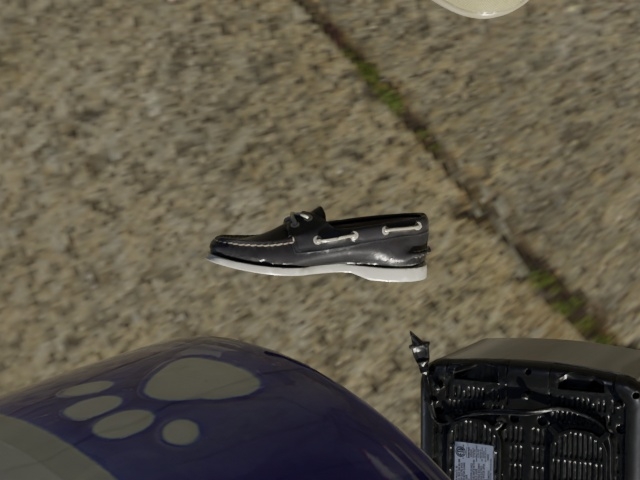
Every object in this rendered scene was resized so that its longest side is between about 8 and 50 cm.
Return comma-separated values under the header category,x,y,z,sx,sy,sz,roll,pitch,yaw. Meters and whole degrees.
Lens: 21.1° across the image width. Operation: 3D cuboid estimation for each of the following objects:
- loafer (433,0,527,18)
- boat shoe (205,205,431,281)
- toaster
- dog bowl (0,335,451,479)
category,x,y,z,sx,sy,sz,roll,pitch,yaw
loafer,0.057,-0.253,1.046,0.102,0.092,0.268,-36,104,-8
boat shoe,0.000,0.000,0.939,0.125,0.046,0.038,3,100,-11
toaster,0.158,0.152,1.215,0.168,0.110,0.185,3,99,24
dog bowl,-0.038,0.164,0.474,0.265,0.104,0.265,26,126,43
